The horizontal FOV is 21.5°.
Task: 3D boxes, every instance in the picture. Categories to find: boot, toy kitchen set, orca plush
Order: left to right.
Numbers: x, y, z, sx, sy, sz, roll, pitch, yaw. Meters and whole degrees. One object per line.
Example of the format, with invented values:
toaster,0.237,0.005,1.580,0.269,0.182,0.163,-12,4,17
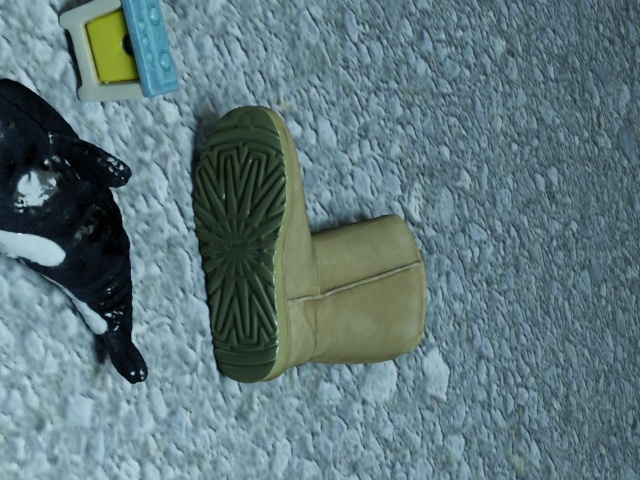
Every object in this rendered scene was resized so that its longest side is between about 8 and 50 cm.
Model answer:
orca plush,-0.174,-0.019,1.139,0.287,0.102,0.151,65,34,-26
toy kitchen set,-0.172,-0.170,1.159,0.207,0.122,0.166,-24,104,-59
boot,0.000,0.000,1.456,0.269,0.089,0.236,-9,103,-59
